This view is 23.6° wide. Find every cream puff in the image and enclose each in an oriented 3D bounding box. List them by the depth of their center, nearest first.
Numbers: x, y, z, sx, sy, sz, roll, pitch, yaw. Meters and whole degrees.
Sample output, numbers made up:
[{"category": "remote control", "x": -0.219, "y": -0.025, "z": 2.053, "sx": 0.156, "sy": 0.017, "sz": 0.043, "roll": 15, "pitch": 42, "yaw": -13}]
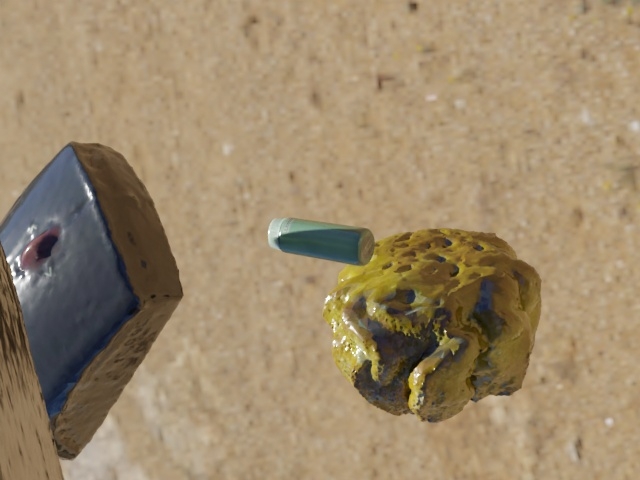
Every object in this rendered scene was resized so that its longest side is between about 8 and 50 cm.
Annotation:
[{"category": "cream puff", "x": 0.125, "y": 0.089, "z": 1.640, "sx": 0.244, "sy": 0.244, "sz": 0.196, "roll": 56, "pitch": 174, "yaw": 35}]

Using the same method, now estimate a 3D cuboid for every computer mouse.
[{"category": "computer mouse", "x": -0.214, "y": 0.056, "z": 1.194, "sx": 0.269, "sy": 0.100, "sz": 0.170, "roll": -55, "pitch": 53, "yaw": 38}]

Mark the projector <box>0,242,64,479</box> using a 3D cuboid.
[{"category": "projector", "x": -0.224, "y": 0.113, "z": 0.558, "sx": 0.248, "sy": 0.249, "sz": 0.248, "roll": 138, "pitch": 118, "yaw": -83}]

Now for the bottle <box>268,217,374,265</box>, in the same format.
[{"category": "bottle", "x": 0.000, "y": 0.000, "z": 1.205, "sx": 0.083, "sy": 0.030, "sz": 0.030, "roll": 9, "pitch": 109, "yaw": 26}]
